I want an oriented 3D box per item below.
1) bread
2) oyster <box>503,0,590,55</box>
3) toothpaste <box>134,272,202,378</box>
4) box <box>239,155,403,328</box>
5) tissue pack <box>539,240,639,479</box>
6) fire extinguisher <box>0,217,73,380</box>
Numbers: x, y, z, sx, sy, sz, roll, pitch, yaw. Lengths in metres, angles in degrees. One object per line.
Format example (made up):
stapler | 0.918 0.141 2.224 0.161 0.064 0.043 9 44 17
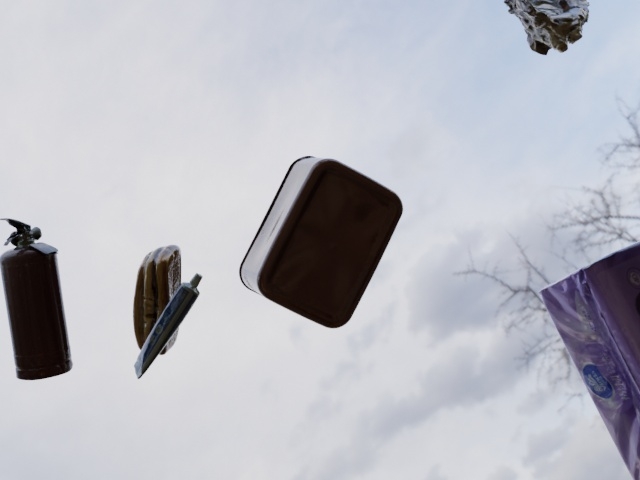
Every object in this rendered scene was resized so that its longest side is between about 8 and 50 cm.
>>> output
bread | -0.296 0.106 1.409 0.077 0.116 0.200 7 -73 8
oyster | 0.441 -0.472 1.516 0.221 0.361 0.096 -1 -40 -20
toothpaste | -0.251 0.138 1.263 0.034 0.057 0.197 31 -86 -27
box | 0.000 0.000 1.672 0.239 0.229 0.339 27 -92 -13
tissue pack | 0.513 0.173 1.153 0.242 0.338 0.160 -18 -13 -27
fire extinguisher | -0.480 0.092 1.280 0.104 0.105 0.269 -8 -84 -25
